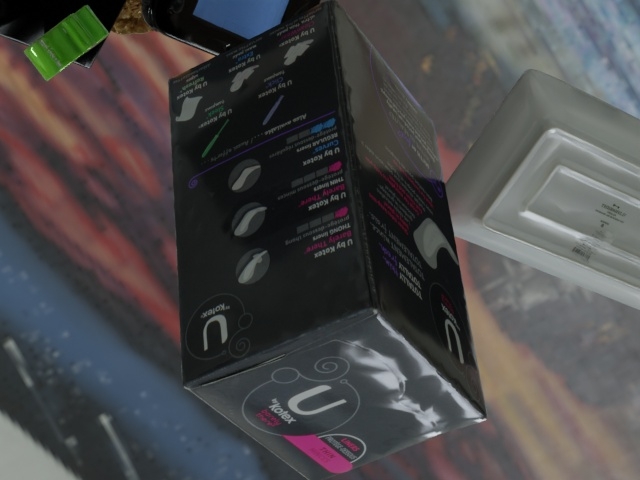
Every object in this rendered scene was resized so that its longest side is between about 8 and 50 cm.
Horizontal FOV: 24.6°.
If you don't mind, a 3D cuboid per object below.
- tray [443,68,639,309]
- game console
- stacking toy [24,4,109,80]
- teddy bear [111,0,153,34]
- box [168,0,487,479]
[{"bbox_3d":[0.218,-0.026,1.143,0.270,0.145,0.030,20,-156,-35],"label":"tray"},{"bbox_3d":[-0.093,-0.210,1.041,0.044,0.213,0.361,35,-170,28],"label":"game console"},{"bbox_3d":[-0.172,-0.119,0.563,0.167,0.052,0.221,53,-164,-9],"label":"stacking toy"},{"bbox_3d":[-0.215,-0.286,1.388,0.338,0.245,0.113,-131,34,-61],"label":"teddy bear"},{"bbox_3d":[0.000,0.000,1.006,0.165,0.143,0.270,45,-151,-45],"label":"box"}]
